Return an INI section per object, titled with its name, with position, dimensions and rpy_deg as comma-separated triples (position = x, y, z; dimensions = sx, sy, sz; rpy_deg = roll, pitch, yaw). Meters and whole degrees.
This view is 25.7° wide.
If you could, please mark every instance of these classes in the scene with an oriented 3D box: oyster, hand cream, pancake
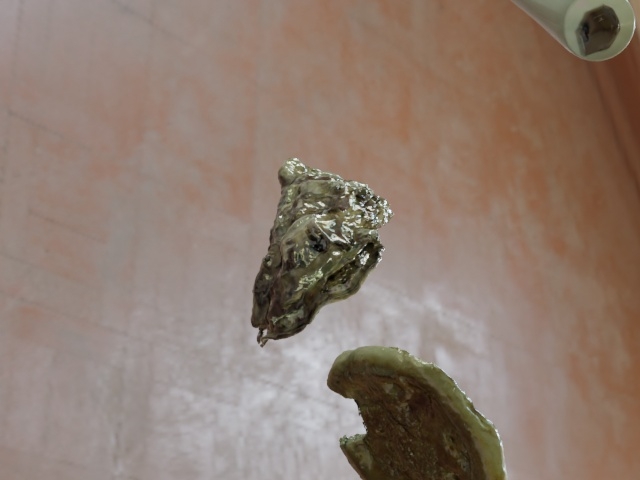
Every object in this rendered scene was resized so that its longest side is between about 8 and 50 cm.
[oyster]
position = 0.003, 0.002, 1.169
dimensions = 0.087, 0.199, 0.252
rpy_deg = 40, 51, -15
[hand cream]
position = 0.227, -0.238, 1.406
dimensions = 0.109, 0.321, 0.067
rpy_deg = 14, 104, -14
[pancake]
position = 0.101, 0.217, 1.494
dimensions = 0.037, 0.253, 0.254
rpy_deg = -35, 109, -34
